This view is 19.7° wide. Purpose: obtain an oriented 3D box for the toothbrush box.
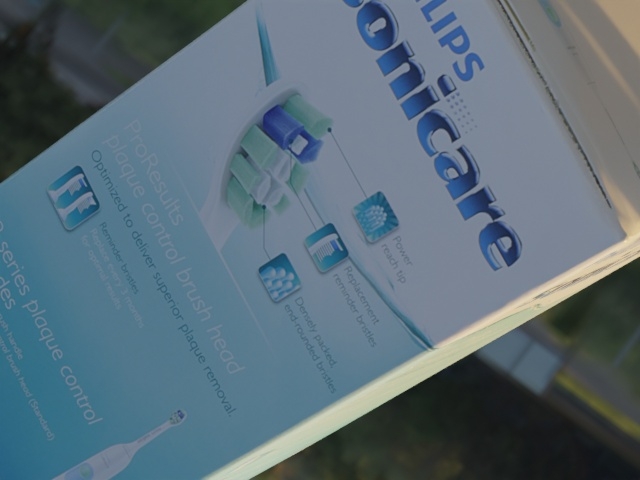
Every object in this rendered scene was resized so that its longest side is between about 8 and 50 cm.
[{"bbox_3d":[0.000,0.000,0.661,0.216,0.295,0.126,-18,-102,-59],"label":"toothbrush box"}]
